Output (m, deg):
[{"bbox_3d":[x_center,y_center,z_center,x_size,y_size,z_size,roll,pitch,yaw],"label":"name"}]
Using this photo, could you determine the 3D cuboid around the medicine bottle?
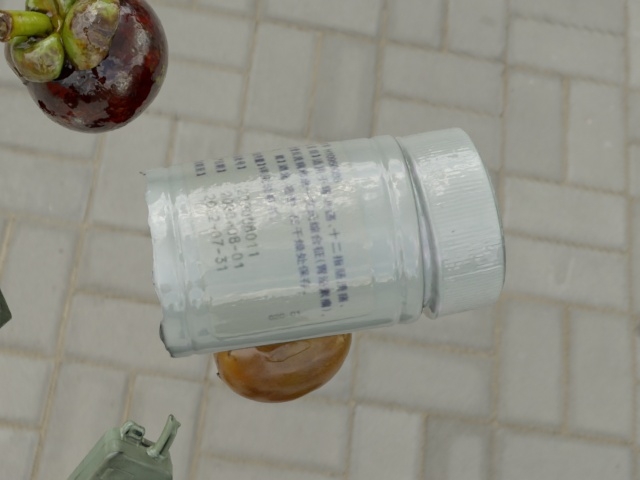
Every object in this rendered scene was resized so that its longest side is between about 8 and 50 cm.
[{"bbox_3d":[0.000,0.000,1.253,0.332,0.190,0.190,-8,67,-5],"label":"medicine bottle"}]

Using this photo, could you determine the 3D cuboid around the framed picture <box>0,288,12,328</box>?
[{"bbox_3d":[-0.324,-0.093,0.719,0.028,0.326,0.446,-16,104,12],"label":"framed picture"}]

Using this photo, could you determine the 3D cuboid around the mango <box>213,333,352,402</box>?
[{"bbox_3d":[-0.044,0.132,1.441,0.159,0.084,0.105,-12,91,21],"label":"mango"}]

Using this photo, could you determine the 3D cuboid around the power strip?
[{"bbox_3d":[-0.261,0.310,1.528,0.093,0.288,0.053,28,25,-27],"label":"power strip"}]

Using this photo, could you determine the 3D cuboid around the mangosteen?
[{"bbox_3d":[-0.230,-0.191,1.203,0.181,0.156,0.146,41,34,-35],"label":"mangosteen"}]
